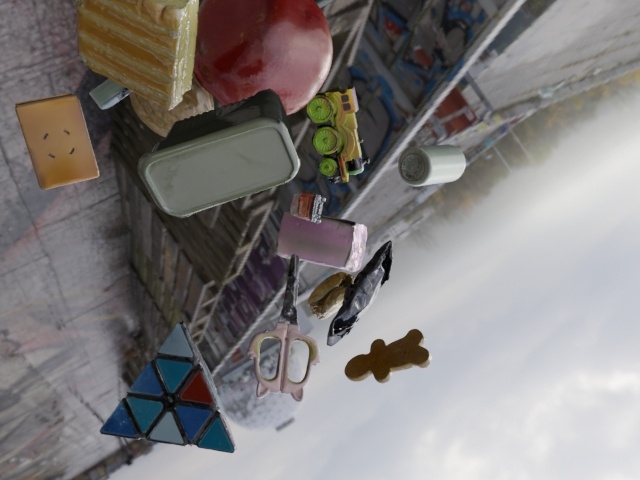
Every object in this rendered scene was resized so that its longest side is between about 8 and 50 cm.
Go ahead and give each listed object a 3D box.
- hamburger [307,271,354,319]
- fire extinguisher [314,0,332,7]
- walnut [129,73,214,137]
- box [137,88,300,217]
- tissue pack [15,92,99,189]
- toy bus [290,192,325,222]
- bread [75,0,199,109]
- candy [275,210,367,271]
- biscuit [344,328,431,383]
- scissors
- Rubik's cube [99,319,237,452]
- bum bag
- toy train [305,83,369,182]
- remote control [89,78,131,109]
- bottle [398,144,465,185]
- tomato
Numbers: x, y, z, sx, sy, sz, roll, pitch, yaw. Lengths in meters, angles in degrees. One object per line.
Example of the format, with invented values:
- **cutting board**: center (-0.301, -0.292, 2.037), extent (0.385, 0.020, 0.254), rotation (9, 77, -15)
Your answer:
- **hamburger**: center (0.033, 0.150, 1.707), extent (0.147, 0.083, 0.138), rotation (-38, 168, -10)
- **fire extinguisher**: center (0.001, -0.770, 1.900), extent (0.095, 0.114, 0.311), rotation (17, 175, -29)
- **walnut**: center (-0.415, -0.401, 1.766), extent (0.225, 0.261, 0.225), rotation (-37, -175, 4)
- **box**: center (-0.177, -0.163, 1.132), extent (0.274, 0.138, 0.178), rotation (-15, -146, 8)
- **tissue pack**: center (-0.869, -0.332, 2.061), extent (0.194, 0.274, 0.145), rotation (-16, -156, -21)
- **toy bus**: center (-0.036, -0.090, 1.683), extent (0.077, 0.079, 0.174), rotation (12, -178, 7)
- **bread**: center (-0.368, -0.422, 1.229), extent (0.111, 0.246, 0.239), rotation (-59, 173, -41)
- **candy**: center (0.000, 0.000, 1.949), extent (0.265, 0.155, 0.116), rotation (10, 180, 24)
- **biscuit**: center (0.178, 0.321, 1.668), extent (0.240, 0.035, 0.158), rotation (-21, -152, 14)
- **scissors**: center (-0.071, 0.179, 1.331), extent (0.160, 0.317, 0.024), rotation (9, 160, -12)
- **Rubik's cube**: center (-0.245, 0.325, 1.313), extent (0.284, 0.250, 0.234), rotation (-58, 174, 4)
- **bum bag**: center (0.101, 0.133, 1.563), extent (0.310, 0.074, 0.137), rotation (-55, 162, -11)
- **toy train**: center (0.053, -0.317, 1.862), extent (0.160, 0.296, 0.100), rotation (-8, -157, 9)
- **remote control**: center (-0.455, -0.370, 1.448), extent (0.166, 0.065, 0.029), rotation (-38, 153, -7)
- **bottle**: center (0.313, -0.204, 1.667), extent (0.245, 0.104, 0.104), rotation (-13, 160, -49)
- **tomato**: center (-0.138, -0.454, 1.465), extent (0.293, 0.325, 0.290), rotation (17, 150, -38)
